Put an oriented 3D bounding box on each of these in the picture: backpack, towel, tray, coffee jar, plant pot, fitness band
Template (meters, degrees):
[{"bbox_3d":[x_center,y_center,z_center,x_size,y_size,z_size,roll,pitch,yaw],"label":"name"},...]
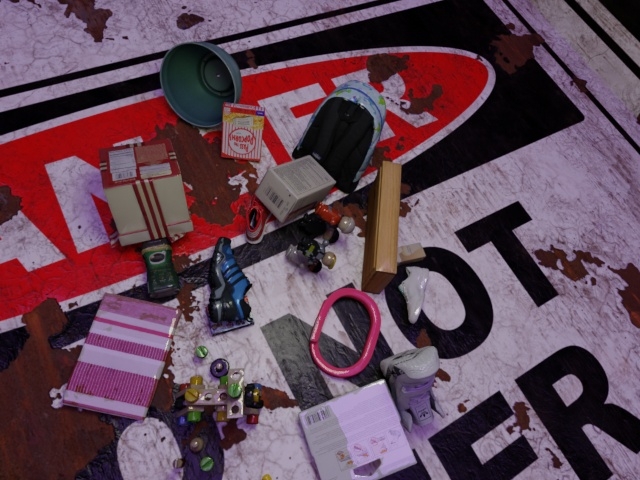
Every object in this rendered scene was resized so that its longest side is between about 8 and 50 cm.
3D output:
[{"bbox_3d":[0.087,-0.391,1.602,0.290,0.356,0.273,34,63,7],"label":"backpack"},{"bbox_3d":[-0.572,0.333,1.314,0.236,0.037,0.329,15,65,-6],"label":"towel"},{"bbox_3d":[0.207,-0.045,1.545,0.076,0.203,0.412,10,64,-5],"label":"tray"},{"bbox_3d":[-0.507,0.084,1.417,0.096,0.079,0.185,-12,69,-16],"label":"coffee jar"},{"bbox_3d":[-0.410,-0.594,1.665,0.292,0.293,0.196,25,36,1],"label":"plant pot"},{"bbox_3d":[0.081,0.296,1.451,0.208,0.054,0.291,24,64,-2],"label":"fitness band"}]

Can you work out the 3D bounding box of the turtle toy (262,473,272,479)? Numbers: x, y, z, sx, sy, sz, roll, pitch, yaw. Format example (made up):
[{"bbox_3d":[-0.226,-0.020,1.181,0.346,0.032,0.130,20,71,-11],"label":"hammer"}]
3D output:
[{"bbox_3d":[-0.158,0.699,1.203,0.130,0.066,0.095,-29,74,-22],"label":"turtle toy"}]

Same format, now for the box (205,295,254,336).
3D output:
[{"bbox_3d":[-0.286,0.238,1.416,0.136,0.027,0.094,-15,68,-17],"label":"box"}]

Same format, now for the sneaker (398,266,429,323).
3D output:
[{"bbox_3d":[0.310,0.184,1.540,0.094,0.080,0.212,13,56,8],"label":"sneaker"}]

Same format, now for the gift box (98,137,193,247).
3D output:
[{"bbox_3d":[-0.547,-0.128,1.400,0.254,0.258,0.277,-11,46,-14],"label":"gift box"}]

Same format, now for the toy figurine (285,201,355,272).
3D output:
[{"bbox_3d":[0.000,0.000,1.486,0.148,0.213,0.210,30,65,-14],"label":"toy figurine"}]

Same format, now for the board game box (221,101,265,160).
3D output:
[{"bbox_3d":[-0.281,-0.391,1.624,0.146,0.194,0.045,5,34,-8],"label":"board game box"}]

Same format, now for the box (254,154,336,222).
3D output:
[{"bbox_3d":[-0.084,-0.182,1.550,0.149,0.127,0.232,47,40,11],"label":"box"}]

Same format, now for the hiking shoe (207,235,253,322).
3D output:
[{"bbox_3d":[-0.284,0.125,1.424,0.131,0.113,0.304,7,54,-20],"label":"hiking shoe"}]

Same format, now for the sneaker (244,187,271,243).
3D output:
[{"bbox_3d":[-0.207,-0.109,1.538,0.086,0.128,0.222,7,64,-8],"label":"sneaker"}]

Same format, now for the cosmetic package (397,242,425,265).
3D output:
[{"bbox_3d":[0.312,0.050,1.612,0.114,0.041,0.060,-13,68,-16],"label":"cosmetic package"}]

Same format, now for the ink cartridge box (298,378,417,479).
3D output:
[{"bbox_3d":[0.104,0.562,1.288,0.274,0.060,0.239,-20,71,-4],"label":"ink cartridge box"}]

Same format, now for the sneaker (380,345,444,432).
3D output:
[{"bbox_3d":[0.279,0.420,1.263,0.137,0.366,0.211,-20,77,-9],"label":"sneaker"}]

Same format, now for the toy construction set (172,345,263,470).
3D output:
[{"bbox_3d":[-0.292,0.457,1.195,0.257,0.237,0.309,25,64,2],"label":"toy construction set"}]
